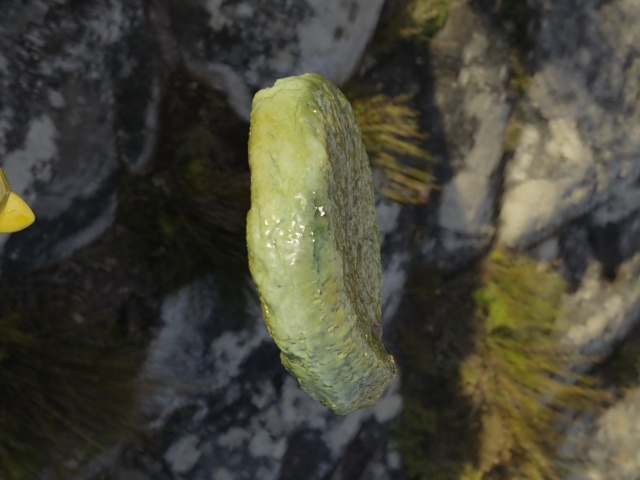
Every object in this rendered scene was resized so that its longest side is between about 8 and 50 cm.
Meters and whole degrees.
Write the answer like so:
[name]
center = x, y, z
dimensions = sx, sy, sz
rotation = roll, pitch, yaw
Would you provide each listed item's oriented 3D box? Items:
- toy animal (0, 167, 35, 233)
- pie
[toy animal]
center = -0.433, -0.095, 1.550
dimensions = 0.156, 0.156, 0.230
rotation = -4, 73, -51
[pie]
center = 0.000, 0.000, 1.045
dimensions = 0.277, 0.078, 0.277
rotation = -11, 90, -80
